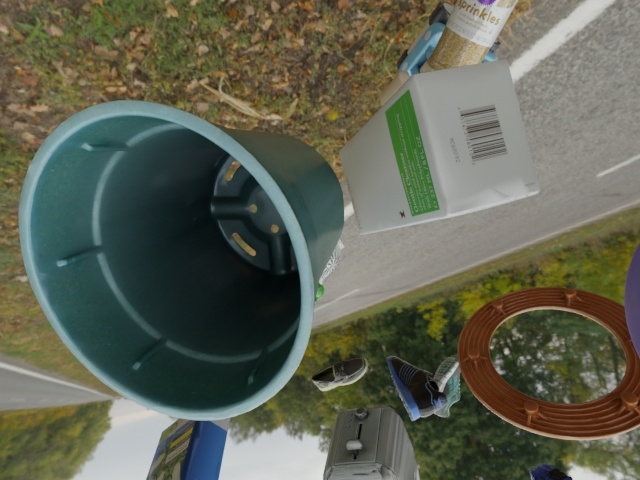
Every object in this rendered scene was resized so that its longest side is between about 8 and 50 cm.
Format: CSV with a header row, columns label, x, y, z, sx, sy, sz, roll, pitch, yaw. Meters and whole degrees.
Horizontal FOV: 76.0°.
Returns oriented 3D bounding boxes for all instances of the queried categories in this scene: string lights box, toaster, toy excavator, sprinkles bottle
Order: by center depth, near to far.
label,x,y,z,sx,sy,sz,roll,pitch,yaw
toaster,0.083,0.389,0.637,0.129,0.227,0.146,-11,-171,17
string lights box,-0.243,0.429,0.703,0.133,0.260,0.076,-41,112,18
sprinkles bottle,0.362,-0.524,0.869,0.121,0.121,0.355,-3,136,-28
toy excavator,0.347,-0.457,1.161,0.432,0.445,0.222,11,143,-26

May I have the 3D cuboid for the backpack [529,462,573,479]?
label,x,y,z,sx,sy,sz,roll,pitch,yaw
backpack,0.641,0.686,1.140,0.101,0.098,0.120,-17,-179,-9

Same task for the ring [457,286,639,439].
label,x,y,z,sx,sy,sz,roll,pitch,yaw
ring,0.423,0.195,0.747,0.336,0.337,0.032,-15,122,12

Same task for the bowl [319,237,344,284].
label,x,y,z,sx,sy,sz,roll,pitch,yaw
bowl,0.000,0.000,0.856,0.080,0.170,0.170,-27,163,5

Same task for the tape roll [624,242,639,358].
label,x,y,z,sx,sy,sz,roll,pitch,yaw
tape roll,0.343,0.054,0.308,0.080,0.189,0.189,1,163,-6

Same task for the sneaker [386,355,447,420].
label,x,y,z,sx,sy,sz,roll,pitch,yaw
sneaker,0.228,0.343,0.991,0.090,0.081,0.232,-20,-166,-1

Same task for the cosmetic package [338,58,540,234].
label,x,y,z,sx,sy,sz,roll,pitch,yaw
cosmetic package,0.167,-0.127,0.704,0.155,0.197,0.365,-15,179,-14

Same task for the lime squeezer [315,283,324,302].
label,x,y,z,sx,sy,sz,roll,pitch,yaw
lime squeezer,-0.038,0.186,1.449,0.058,0.310,0.110,19,148,41

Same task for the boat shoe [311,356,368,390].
label,x,y,z,sx,sy,sz,roll,pitch,yaw
boat shoe,0.047,0.332,1.024,0.152,0.056,0.049,-33,129,17

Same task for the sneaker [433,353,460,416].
label,x,y,z,sx,sy,sz,roll,pitch,yaw
sneaker,0.322,0.365,1.026,0.166,0.076,0.065,-54,-175,-9

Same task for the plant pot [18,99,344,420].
label,x,y,z,sx,sy,sz,roll,pitch,yaw
plant pot,-0.125,-0.010,0.563,0.341,0.341,0.334,-17,-168,20
